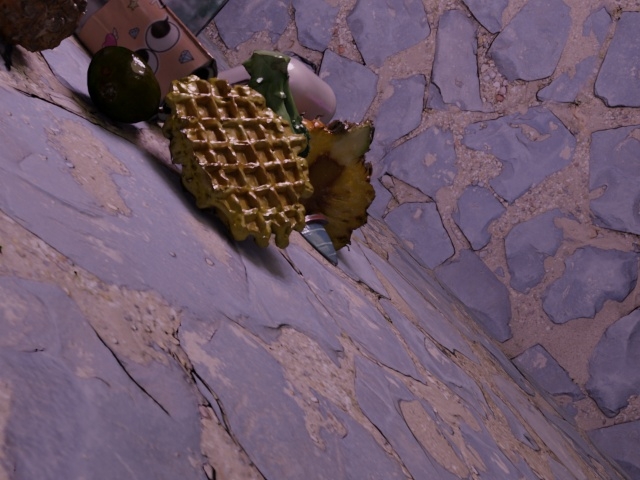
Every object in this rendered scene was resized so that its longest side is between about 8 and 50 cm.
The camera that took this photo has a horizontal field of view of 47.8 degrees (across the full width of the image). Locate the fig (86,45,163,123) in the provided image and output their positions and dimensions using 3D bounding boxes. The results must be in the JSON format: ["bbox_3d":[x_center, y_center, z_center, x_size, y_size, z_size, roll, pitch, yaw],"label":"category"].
[{"bbox_3d":[-0.307,-0.234,1.175,0.117,0.117,0.177,48,-6,18],"label":"fig"}]

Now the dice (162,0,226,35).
[{"bbox_3d":[-0.404,-0.664,1.811,0.330,0.328,0.348,42,11,-18],"label":"dice"}]

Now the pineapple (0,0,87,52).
[{"bbox_3d":[-0.435,-0.370,1.036,0.193,0.166,0.166,45,10,10],"label":"pineapple"}]

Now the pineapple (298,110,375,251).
[{"bbox_3d":[0.019,-0.188,1.719,0.344,0.286,0.209,44,10,-12],"label":"pineapple"}]

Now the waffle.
[{"bbox_3d":[-0.136,-0.137,1.213,0.307,0.060,0.312,26,47,-29],"label":"waffle"}]

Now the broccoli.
[{"bbox_3d":[-0.129,-0.239,1.423,0.270,0.270,0.270,17,19,-6],"label":"broccoli"}]

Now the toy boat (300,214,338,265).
[{"bbox_3d":[0.000,0.000,1.600,0.096,0.034,0.122,-7,61,-40],"label":"toy boat"}]

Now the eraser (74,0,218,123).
[{"bbox_3d":[-0.337,-0.369,1.373,0.290,0.171,0.087,49,3,19],"label":"eraser"}]

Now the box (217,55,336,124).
[{"bbox_3d":[-0.128,-0.341,1.793,0.349,0.288,0.141,9,68,-72],"label":"box"}]
